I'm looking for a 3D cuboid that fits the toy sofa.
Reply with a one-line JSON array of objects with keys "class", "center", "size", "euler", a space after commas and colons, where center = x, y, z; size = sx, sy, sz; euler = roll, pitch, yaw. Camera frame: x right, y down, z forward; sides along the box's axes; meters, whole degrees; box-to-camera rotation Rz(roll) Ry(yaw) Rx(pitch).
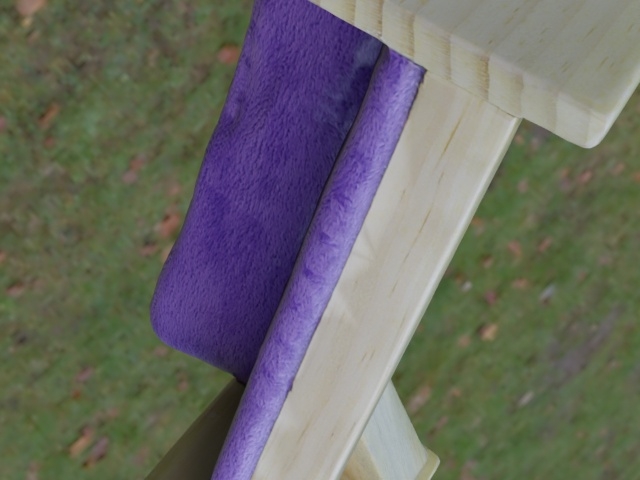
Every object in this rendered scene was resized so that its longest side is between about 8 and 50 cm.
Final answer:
[{"class": "toy sofa", "center": [0.000, 0.000, 0.650], "size": [0.150, 0.177, 0.362], "euler": [-50, 167, -46]}]
